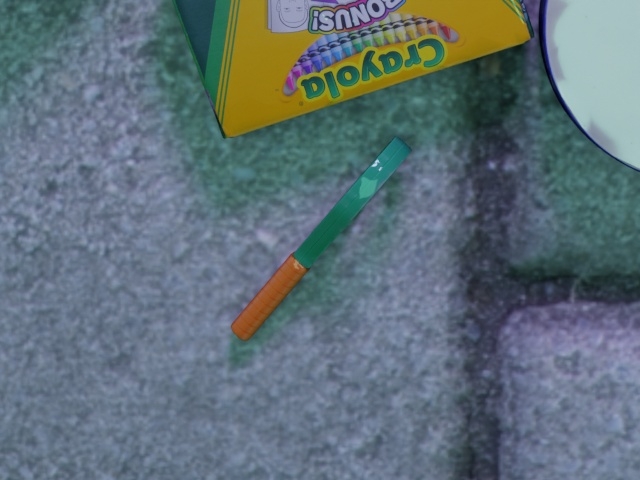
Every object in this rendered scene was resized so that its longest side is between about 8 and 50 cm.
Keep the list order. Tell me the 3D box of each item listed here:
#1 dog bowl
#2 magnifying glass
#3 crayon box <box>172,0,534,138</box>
[{"bbox_3d":[0.314,-0.181,1.648,0.265,0.104,0.265,1,98,6],"label":"dog bowl"},{"bbox_3d":[0.000,0.000,1.722,0.026,0.092,0.231,42,110,-1],"label":"magnifying glass"},{"bbox_3d":[0.023,-0.209,1.672,0.278,0.081,0.165,-18,104,8],"label":"crayon box"}]
